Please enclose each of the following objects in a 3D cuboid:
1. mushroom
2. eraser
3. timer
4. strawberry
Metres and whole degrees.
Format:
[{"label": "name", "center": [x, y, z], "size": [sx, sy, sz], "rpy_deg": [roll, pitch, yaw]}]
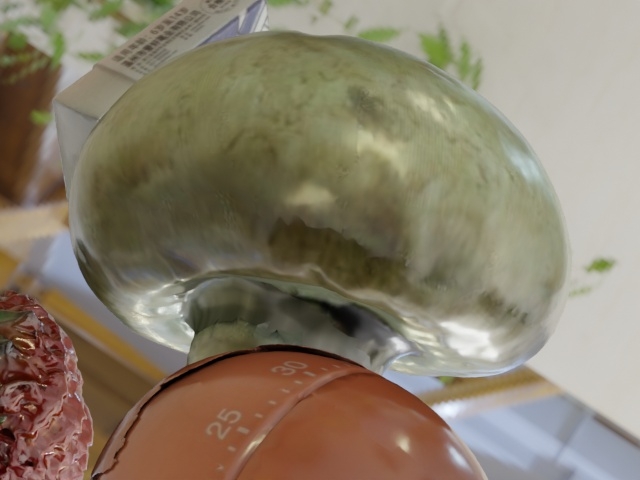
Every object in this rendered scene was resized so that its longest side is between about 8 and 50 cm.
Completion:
[{"label": "mushroom", "center": [0.000, 0.000, 1.171], "size": [0.352, 0.352, 0.260], "rpy_deg": [97, 3, -70]}, {"label": "eraser", "center": [-0.128, -0.116, 1.412], "size": [0.210, 0.068, 0.124], "rpy_deg": [-43, 147, -37]}, {"label": "timer", "center": [-0.017, 0.177, 0.955], "size": [0.230, 0.215, 0.229], "rpy_deg": [-31, 134, -39]}, {"label": "strawberry", "center": [-0.364, 0.215, 1.558], "size": [0.312, 0.267, 0.351], "rpy_deg": [-28, 141, -27]}]
